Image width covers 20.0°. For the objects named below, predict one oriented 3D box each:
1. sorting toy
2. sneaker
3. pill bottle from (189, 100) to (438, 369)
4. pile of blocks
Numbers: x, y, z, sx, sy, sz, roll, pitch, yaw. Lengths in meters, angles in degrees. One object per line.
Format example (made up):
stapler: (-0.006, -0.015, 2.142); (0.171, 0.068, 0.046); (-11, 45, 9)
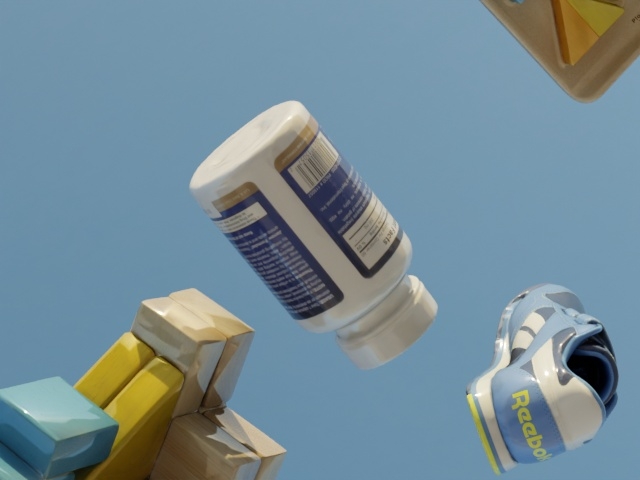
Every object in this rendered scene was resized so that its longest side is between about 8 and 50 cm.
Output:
sorting toy: (0.077, -0.083, 0.463); (0.083, 0.012, 0.062); (-47, -68, 1)
sneaker: (0.110, 0.058, 0.820); (0.053, 0.059, 0.144); (64, -156, -15)
pill bottle: (0.000, 0.000, 0.843); (0.067, 0.067, 0.120); (-46, -73, -24)
pile of blocks: (-0.139, 0.173, 0.787); (0.362, 0.113, 0.149); (-50, -29, -13)
